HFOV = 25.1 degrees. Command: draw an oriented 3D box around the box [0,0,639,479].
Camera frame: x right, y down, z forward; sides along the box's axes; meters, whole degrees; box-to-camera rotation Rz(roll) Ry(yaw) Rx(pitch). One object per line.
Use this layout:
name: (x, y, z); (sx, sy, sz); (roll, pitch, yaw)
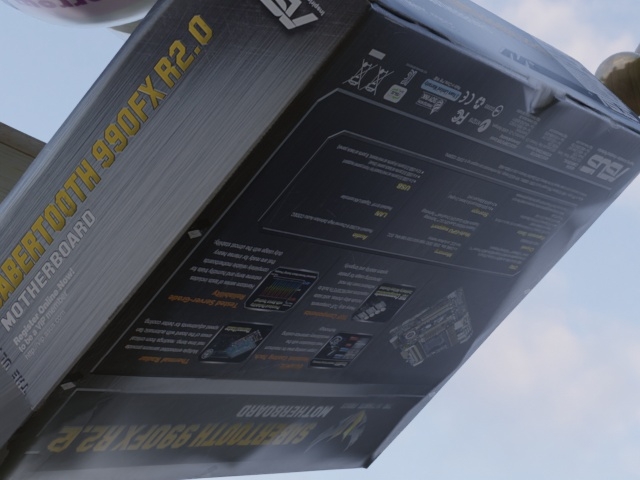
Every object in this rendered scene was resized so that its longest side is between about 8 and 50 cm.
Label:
box: (0.000, 0.000, 0.479); (0.183, 0.056, 0.231); (-49, -28, 18)

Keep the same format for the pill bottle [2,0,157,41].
pill bottle: (-0.123, -0.196, 0.638); (0.169, 0.169, 0.301); (-12, -21, 20)

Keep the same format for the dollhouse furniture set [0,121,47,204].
dollhouse furniture set: (-0.227, 0.115, 0.751); (0.257, 0.362, 0.394); (26, -41, -2)

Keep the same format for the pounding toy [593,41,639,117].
pounding toy: (0.275, -0.217, 1.069); (0.110, 0.183, 0.237); (36, -42, -7)
